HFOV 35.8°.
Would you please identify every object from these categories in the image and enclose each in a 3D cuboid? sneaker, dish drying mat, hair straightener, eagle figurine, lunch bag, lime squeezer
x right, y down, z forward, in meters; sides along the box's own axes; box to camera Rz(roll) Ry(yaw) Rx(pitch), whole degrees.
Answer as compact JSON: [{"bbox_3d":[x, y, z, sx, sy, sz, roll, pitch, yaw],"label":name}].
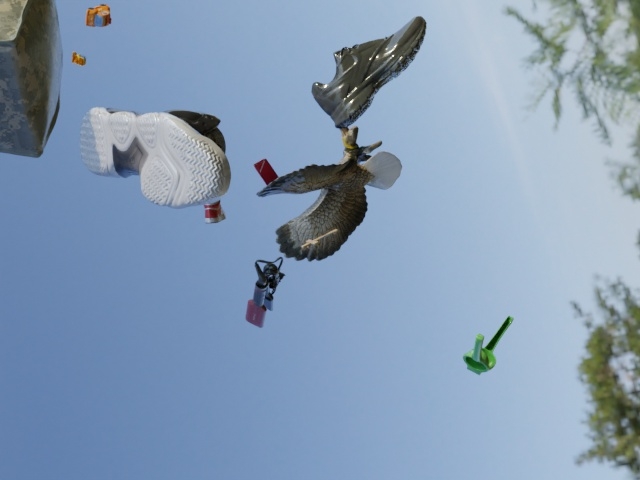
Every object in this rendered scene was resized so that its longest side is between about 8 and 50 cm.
[{"bbox_3d":[-0.157,-0.105,1.158,0.153,0.269,0.101,-7,-71,-43],"label":"sneaker"},{"bbox_3d":[-0.112,-0.141,2.112,0.083,0.032,0.008,56,-177,-45],"label":"dish drying mat"},{"bbox_3d":[-0.103,0.080,1.817,0.089,0.047,0.230,-59,-13,-25],"label":"hair straightener"},{"bbox_3d":[0.099,-0.366,2.030,0.130,0.286,0.109,45,177,5],"label":"sneaker"},{"bbox_3d":[-0.242,-0.078,2.258,0.118,0.042,0.067,-73,-20,-81],"label":"sneaker"},{"bbox_3d":[0.013,-0.117,2.216,0.226,0.225,0.298,39,-127,-4],"label":"eagle figurine"},{"bbox_3d":[-0.499,-0.315,1.577,0.235,0.169,0.287,93,-177,-47],"label":"lunch bag"},{"bbox_3d":[0.330,0.220,1.960,0.059,0.110,0.310,45,-164,15],"label":"lime squeezer"}]

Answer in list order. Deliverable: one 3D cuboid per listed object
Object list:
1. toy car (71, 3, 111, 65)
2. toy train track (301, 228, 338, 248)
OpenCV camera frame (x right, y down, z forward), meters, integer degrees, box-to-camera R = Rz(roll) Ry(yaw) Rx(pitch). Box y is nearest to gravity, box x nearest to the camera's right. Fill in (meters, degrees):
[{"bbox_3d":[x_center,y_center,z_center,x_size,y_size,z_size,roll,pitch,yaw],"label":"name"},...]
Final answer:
[{"bbox_3d":[-0.422,-0.383,1.862,0.060,0.041,0.122,-17,-49,-63],"label":"toy car"},{"bbox_3d":[0.000,0.000,2.026,0.048,0.083,0.014,16,130,66],"label":"toy train track"}]
